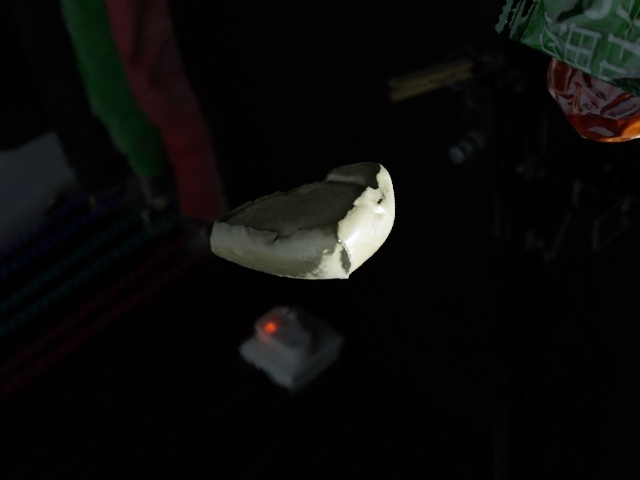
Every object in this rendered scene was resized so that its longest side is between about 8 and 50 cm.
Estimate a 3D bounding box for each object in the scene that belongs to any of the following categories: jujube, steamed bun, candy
[{"bbox_3d":[0.393,-0.219,1.435,0.250,0.174,0.174,-32,-84,19],"label":"jujube"},{"bbox_3d":[0.012,-0.012,1.451,0.231,0.212,0.110,7,-60,50],"label":"steamed bun"},{"bbox_3d":[0.237,-0.163,0.884,0.203,0.078,0.141,27,-45,9],"label":"candy"}]
